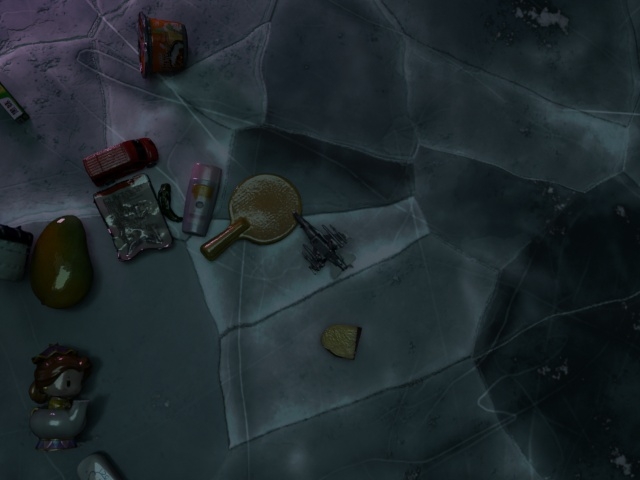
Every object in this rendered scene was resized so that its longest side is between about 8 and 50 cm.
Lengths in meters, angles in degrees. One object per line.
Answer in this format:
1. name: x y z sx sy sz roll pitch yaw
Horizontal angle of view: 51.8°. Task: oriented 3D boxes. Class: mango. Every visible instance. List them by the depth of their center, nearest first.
1. mango: -0.683 0.056 1.737 0.156 0.114 0.251 -6 82 2

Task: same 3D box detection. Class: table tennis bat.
1. table tennis bat: -0.196 -0.056 1.827 0.320 0.050 0.198 -39 87 -12

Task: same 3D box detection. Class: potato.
1. potato: 0.053 0.272 1.781 0.103 0.066 0.096 17 65 4

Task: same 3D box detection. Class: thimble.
1. thimble: -0.864 0.014 1.676 0.237 0.237 0.150 14 82 -2

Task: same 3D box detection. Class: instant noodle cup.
1. instant noodle cup: -0.439 -0.543 1.843 0.125 0.178 0.208 -4 49 -20

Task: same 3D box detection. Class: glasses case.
1. glasses case: -0.542 0.633 1.681 0.076 0.049 0.197 -37 85 -9

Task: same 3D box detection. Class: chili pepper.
1. chili pepper: -0.420 -0.103 1.818 0.055 0.035 0.118 -20 82 -39

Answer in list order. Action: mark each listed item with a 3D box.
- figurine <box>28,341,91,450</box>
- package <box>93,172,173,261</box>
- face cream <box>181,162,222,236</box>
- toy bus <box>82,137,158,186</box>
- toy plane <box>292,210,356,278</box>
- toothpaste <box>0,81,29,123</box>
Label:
1. figurine: -0.663 0.390 1.671 0.189 0.142 0.264 -5 79 18
2. package: -0.512 -0.059 1.812 0.166 0.040 0.232 -24 75 -11
3. face cream: -0.329 -0.112 1.821 0.084 0.057 0.199 10 80 -3
4. toy bus: -0.545 -0.223 1.808 0.195 0.089 0.081 -24 83 -8
5. toy plane: 0.000 0.009 1.804 0.234 0.082 0.160 43 113 -5
6. toothpaste: -0.885 -0.405 1.837 0.037 0.043 0.178 -40 85 -9
